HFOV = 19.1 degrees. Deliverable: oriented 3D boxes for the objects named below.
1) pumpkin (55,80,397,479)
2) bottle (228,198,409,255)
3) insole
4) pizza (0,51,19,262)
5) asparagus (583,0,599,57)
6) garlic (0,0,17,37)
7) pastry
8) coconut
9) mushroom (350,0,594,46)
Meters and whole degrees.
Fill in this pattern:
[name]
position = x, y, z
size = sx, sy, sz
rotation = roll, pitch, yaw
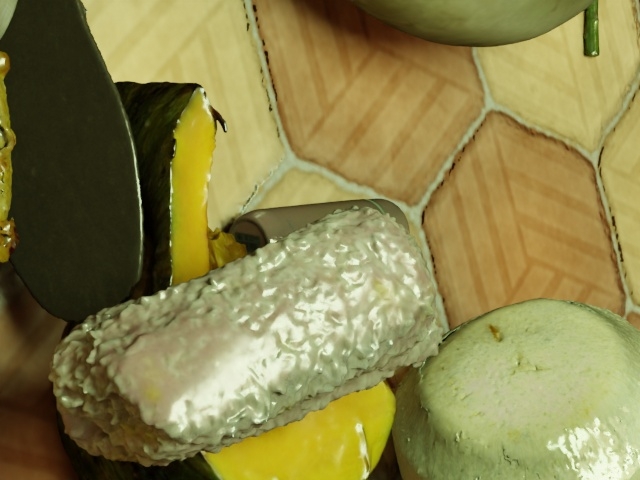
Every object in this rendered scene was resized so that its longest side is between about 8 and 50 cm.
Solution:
[pumpkin]
position = -0.057, 0.049, 1.199
size = 0.190, 0.139, 0.280
rotation = 8, 81, -39
[bottle]
position = 0.000, 0.000, 1.322
size = 0.140, 0.053, 0.053
rotation = -8, 89, -45
[insole]
position = -0.174, -0.110, 1.139
size = 0.007, 0.111, 0.327
rotation = 3, 74, -70
[pizza]
position = -0.242, -0.069, 1.075
size = 0.161, 0.086, 0.305
rotation = -1, 83, -43
[asparagus]
position = 0.231, -0.210, 1.608
size = 0.015, 0.014, 0.114
rotation = 44, 48, -73
[garlic]
position = -0.286, -0.164, 0.977
size = 0.210, 0.237, 0.292
rotation = 46, 41, -66
[pastry]
position = -0.019, 0.050, 1.072
size = 0.265, 0.112, 0.102
rotation = -22, 86, -36
[coconut]
position = 0.160, 0.168, 1.347
size = 0.224, 0.224, 0.234
rotation = -52, 147, -36
[mushroom]
position = 0.121, -0.318, 1.321
size = 0.362, 0.295, 0.362
rotation = 10, 75, -45
